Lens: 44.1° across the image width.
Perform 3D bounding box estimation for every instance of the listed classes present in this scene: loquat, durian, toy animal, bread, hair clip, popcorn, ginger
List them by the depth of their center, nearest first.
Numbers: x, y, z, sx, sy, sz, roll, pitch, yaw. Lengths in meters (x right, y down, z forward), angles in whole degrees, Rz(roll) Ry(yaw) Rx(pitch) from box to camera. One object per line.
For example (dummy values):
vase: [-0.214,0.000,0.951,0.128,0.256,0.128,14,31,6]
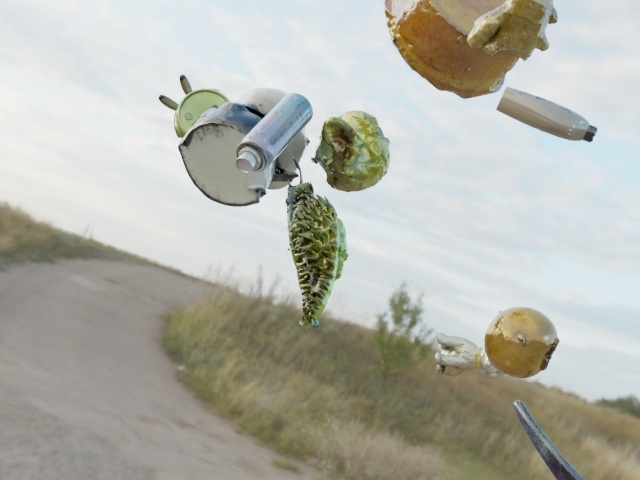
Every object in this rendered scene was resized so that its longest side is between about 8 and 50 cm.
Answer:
ginger: [0.350,-0.387,1.335,0.115,0.205,0.081,49,16,31]
durian: [-0.007,-0.001,1.416,0.106,0.375,0.132,-12,-39,10]
loquat: [0.376,0.190,1.488,0.141,0.141,0.141,18,-6,2]
bread: [0.283,-0.442,1.618,0.312,0.312,0.172,21,-37,-22]
hair clip: [0.490,0.447,1.658,0.083,0.048,0.275,9,41,-49]
popcorn: [0.063,-0.210,1.819,0.197,0.198,0.212,16,-3,24]
toy animal: [-0.157,-0.232,1.834,0.250,0.251,0.310,17,29,17]
toy animal: [0.383,0.297,1.962,0.185,0.104,0.184,-2,-24,13]

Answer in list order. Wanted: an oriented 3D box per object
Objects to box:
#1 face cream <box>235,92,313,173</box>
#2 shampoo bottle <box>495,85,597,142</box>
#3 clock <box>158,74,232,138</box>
face cream: [-0.096,-0.209,1.566,0.075,0.229,0.075,17,-47,19]
shampoo bottle: [0.581,-0.316,2.020,0.256,0.078,0.127,25,23,8]
clock: [-0.297,-0.314,2.003,0.232,0.170,0.069,40,-14,8]
